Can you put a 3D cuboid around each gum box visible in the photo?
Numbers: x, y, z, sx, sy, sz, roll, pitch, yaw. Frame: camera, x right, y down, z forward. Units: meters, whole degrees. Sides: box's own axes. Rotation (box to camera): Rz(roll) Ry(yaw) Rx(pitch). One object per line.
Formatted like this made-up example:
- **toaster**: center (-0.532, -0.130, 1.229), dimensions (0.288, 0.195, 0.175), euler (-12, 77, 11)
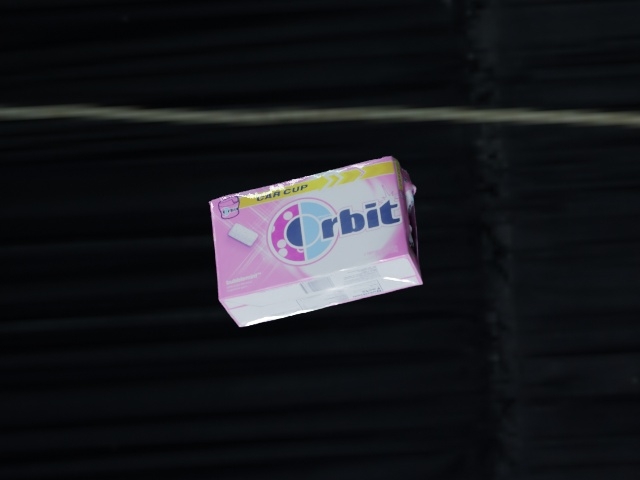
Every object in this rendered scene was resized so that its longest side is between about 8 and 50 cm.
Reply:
- **gum box**: center (0.000, 0.000, 1.421), dimensions (0.062, 0.188, 0.107), euler (60, -160, -58)
